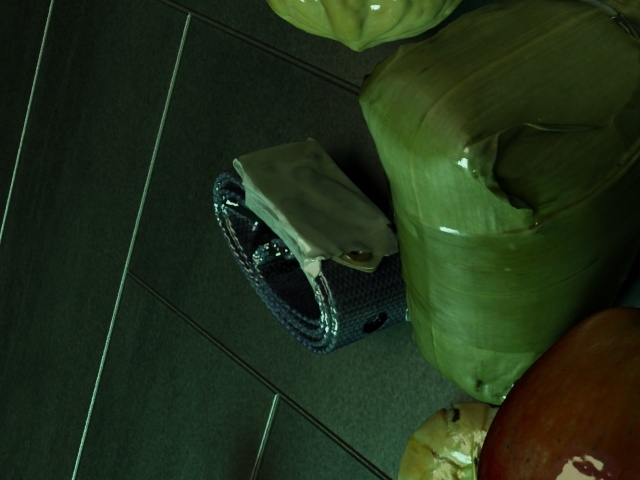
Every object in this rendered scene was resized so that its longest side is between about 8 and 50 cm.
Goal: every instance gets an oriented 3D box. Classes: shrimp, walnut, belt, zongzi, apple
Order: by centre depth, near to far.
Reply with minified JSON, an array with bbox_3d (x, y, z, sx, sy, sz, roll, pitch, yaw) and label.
[{"bbox_3d":[0.219,0.160,0.845,0.234,0.234,0.234,-3,86,49],"label":"apple"},{"bbox_3d":[0.214,-0.074,0.947,0.174,0.393,0.356,36,153,31],"label":"zongzi"},{"bbox_3d":[0.168,0.232,1.027,0.267,0.061,0.145,33,103,47],"label":"shrimp"},{"bbox_3d":[0.042,-0.298,1.083,0.225,0.225,0.260,13,104,48],"label":"walnut"},{"bbox_3d":[0.000,0.000,1.181,0.230,0.126,0.139,49,147,37],"label":"belt"}]
